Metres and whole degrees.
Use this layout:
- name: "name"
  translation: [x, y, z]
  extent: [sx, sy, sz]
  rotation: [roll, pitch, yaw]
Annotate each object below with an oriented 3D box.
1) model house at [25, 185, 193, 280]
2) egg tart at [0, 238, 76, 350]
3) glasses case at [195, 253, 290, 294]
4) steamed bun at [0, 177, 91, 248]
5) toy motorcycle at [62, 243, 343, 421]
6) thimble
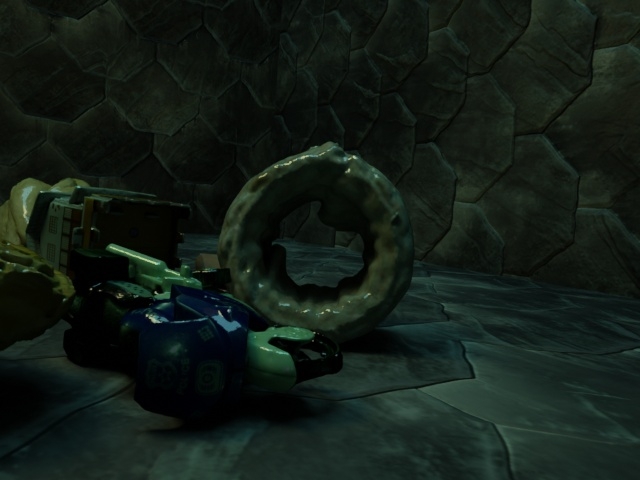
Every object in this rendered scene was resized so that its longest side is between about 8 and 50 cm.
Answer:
- name: "model house"
  translation: [-0.380, 0.004, 0.971]
  extent: [0.216, 0.198, 0.224]
  rotation: [13, 8, 34]
- name: "egg tart"
  translation: [-0.406, 0.056, 0.421]
  extent: [0.340, 0.152, 0.352]
  rotation: [7, 4, 44]
- name: "glasses case"
  translation: [-0.159, 0.088, 1.095]
  extent: [0.194, 0.070, 0.102]
  rotation: [5, 30, -28]
- name: "steamed bun"
  translation: [-0.718, -0.058, 1.441]
  extent: [0.325, 0.230, 0.372]
  rotation: [2, 4, 22]
- name: "toy motorcycle"
  translation: [-0.147, 0.090, 0.533]
  extent: [0.332, 0.125, 0.196]
  rotation: [11, 6, 34]
- name: "thimble"
  translation: [0.000, 0.000, 0.785]
  extent: [0.292, 0.291, 0.195]
  rotation: [4, 2, 2]
